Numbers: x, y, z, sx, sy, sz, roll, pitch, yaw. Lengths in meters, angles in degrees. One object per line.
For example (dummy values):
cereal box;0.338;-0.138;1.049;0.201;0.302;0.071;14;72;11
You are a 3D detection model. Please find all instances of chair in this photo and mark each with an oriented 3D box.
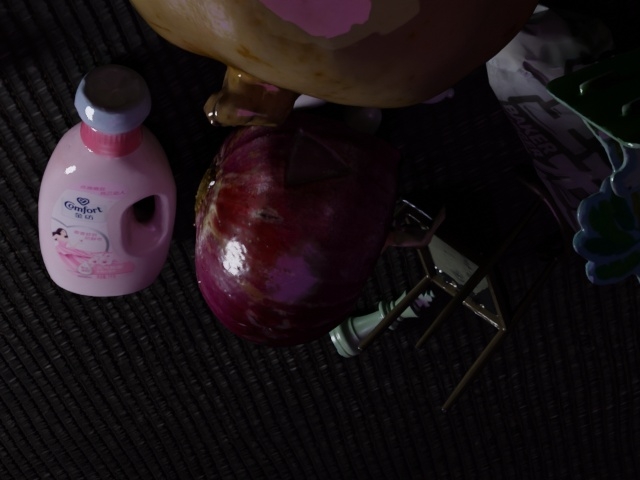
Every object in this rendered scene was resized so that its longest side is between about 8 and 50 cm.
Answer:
chair;0.167;0.037;2.058;0.272;0.166;0.188;-45;145;-15

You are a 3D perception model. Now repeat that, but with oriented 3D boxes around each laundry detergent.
laundry detergent;-0.240;-0.062;1.932;0.159;0.088;0.335;-1;144;-11

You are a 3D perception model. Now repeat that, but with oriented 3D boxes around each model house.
model house;0.435;-0.057;1.702;0.358;0.242;0.312;-23;112;-9

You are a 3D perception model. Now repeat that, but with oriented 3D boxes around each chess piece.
chess piece;0.085;0.097;2.213;0.149;0.059;0.059;-29;137;20

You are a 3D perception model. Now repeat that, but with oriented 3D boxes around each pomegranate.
pomegranate;-0.001;-0.275;1.418;0.412;0.411;0.411;-2;144;-2

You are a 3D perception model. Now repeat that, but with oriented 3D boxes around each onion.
onion;-0.030;-0.001;1.881;0.272;0.230;0.256;11;163;15

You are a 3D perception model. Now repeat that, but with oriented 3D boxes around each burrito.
burrito;0.301;-0.111;1.905;0.139;0.101;0.445;-25;138;9

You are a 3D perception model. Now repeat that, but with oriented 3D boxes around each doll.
doll;0.059;-0.171;1.835;0.161;0.059;0.160;26;136;-33
